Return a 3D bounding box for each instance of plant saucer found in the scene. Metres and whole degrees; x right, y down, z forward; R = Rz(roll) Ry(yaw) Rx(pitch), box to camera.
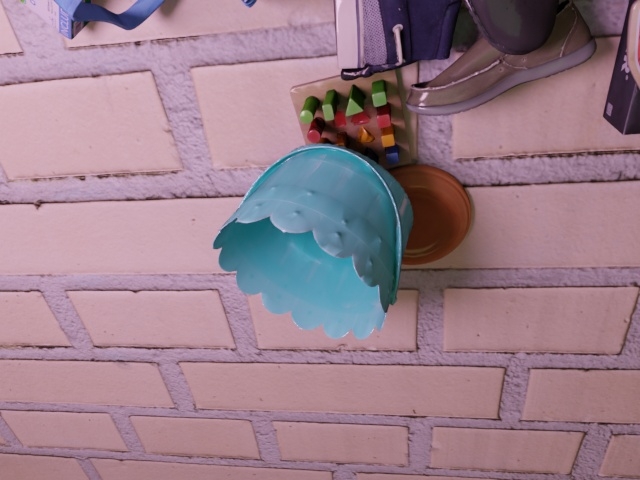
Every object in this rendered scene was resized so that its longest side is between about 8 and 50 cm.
[{"bbox_3d":[0.159,-0.033,0.814,0.200,0.037,0.199,3,124,5],"label":"plant saucer"}]

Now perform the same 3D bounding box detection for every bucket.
[{"bbox_3d":[0.000,0.000,0.720,0.281,0.183,0.281,20,147,14],"label":"bucket"}]

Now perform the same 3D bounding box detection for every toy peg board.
[{"bbox_3d":[0.047,-0.163,0.717,0.161,0.079,0.160,-9,122,14],"label":"toy peg board"}]

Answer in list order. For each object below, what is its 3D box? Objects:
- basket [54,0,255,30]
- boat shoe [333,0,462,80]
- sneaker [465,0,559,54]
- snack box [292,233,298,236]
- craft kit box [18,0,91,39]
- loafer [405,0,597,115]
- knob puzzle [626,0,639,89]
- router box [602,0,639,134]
[{"bbox_3d":[-0.147,-0.345,0.524,0.289,0.254,0.201,-43,112,9],"label":"basket"},{"bbox_3d":[0.089,-0.369,0.558,0.158,0.127,0.340,-4,131,3],"label":"boat shoe"},{"bbox_3d":[0.219,-0.361,0.472,0.123,0.146,0.330,-17,112,-14],"label":"sneaker"},{"bbox_3d":[-0.037,0.041,0.900,0.064,0.022,0.178,-23,118,23],"label":"snack box"},{"bbox_3d":[-0.393,-0.407,0.560,0.247,0.061,0.250,33,152,-17],"label":"craft kit box"},{"bbox_3d":[0.231,-0.245,0.636,0.251,0.094,0.087,-21,115,9],"label":"loafer"},{"bbox_3d":[0.452,-0.239,0.540,0.213,0.030,0.213,4,125,6],"label":"knob puzzle"},{"bbox_3d":[0.514,-0.289,0.565,0.243,0.081,0.308,-1,124,9],"label":"router box"}]
